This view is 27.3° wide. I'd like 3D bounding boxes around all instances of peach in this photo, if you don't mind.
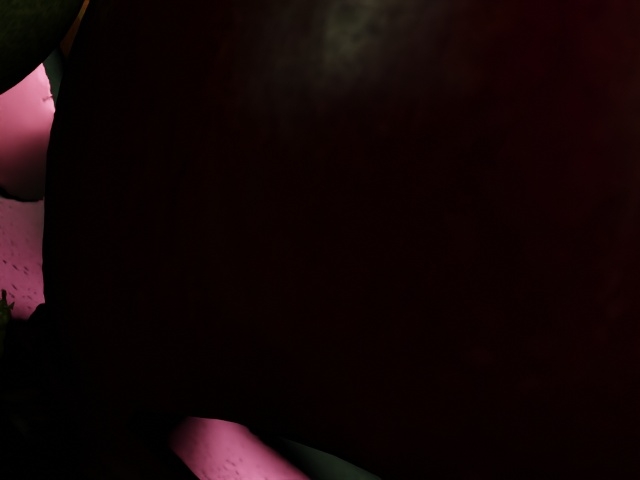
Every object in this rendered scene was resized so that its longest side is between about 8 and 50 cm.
[{"bbox_3d":[0.055,-0.012,0.556,0.339,0.416,0.353,16,54,-30],"label":"peach"}]

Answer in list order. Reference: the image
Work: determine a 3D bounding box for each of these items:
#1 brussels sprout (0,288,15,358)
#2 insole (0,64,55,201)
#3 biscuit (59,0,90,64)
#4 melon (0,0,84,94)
[{"bbox_3d":[-0.154,0.040,0.495,0.085,0.058,0.085,13,8,-2],"label":"brussels sprout"},{"bbox_3d":[-0.206,-0.150,0.650,0.109,0.007,0.322,-73,146,-45],"label":"insole"},{"bbox_3d":[-0.088,-0.099,0.998,0.257,0.049,0.273,40,19,-21],"label":"biscuit"},{"bbox_3d":[-0.212,-0.150,0.457,0.301,0.237,0.237,10,37,-46],"label":"melon"}]
